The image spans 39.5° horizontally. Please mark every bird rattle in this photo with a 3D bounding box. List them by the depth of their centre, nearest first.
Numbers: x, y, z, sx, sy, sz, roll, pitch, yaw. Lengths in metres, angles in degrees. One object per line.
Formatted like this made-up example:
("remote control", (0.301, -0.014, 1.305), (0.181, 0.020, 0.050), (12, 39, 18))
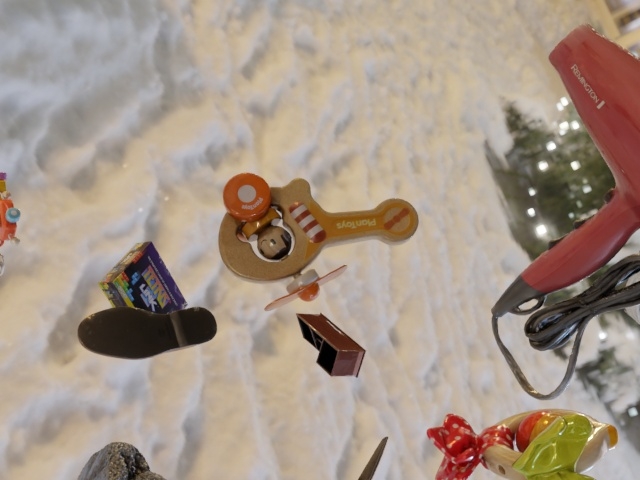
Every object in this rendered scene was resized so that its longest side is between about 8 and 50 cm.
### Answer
("bird rattle", (0.278, 0.287, 1.195), (0.206, 0.253, 0.143), (-17, 94, -33))

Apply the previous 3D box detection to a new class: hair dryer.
("hair dryer", (0.210, -0.007, 0.640), (0.080, 0.223, 0.294), (-26, 112, -55))

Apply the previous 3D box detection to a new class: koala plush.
("koala plush", (-0.217, 0.384, 1.172), (0.221, 0.196, 0.203), (29, 16, -20))

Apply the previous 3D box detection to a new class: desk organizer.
("desk organizer", (0.008, 0.157, 1.350), (0.050, 0.047, 0.130), (6, 19, -35))

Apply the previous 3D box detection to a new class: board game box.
("board game box", (-0.358, 0.110, 1.818), (0.141, 0.048, 0.170), (-54, 128, -43))

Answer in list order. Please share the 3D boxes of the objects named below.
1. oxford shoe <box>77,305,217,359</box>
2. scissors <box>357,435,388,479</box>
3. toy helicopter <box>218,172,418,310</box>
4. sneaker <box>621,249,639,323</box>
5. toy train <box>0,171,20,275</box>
("oxford shoe", (-0.253, 0.138, 1.269), (0.212, 0.076, 0.076), (4, 68, -41))
("scissors", (0.063, 0.416, 1.424), (0.297, 0.109, 0.021), (-35, 123, -41))
("toy helicopter", (0.000, 0.000, 1.561), (0.140, 0.354, 0.235), (99, -17, -71))
("sneaker", (0.353, 0.028, 0.790), (0.122, 0.110, 0.283), (52, -14, 34))
("toy train", (-0.458, -0.022, 1.241), (0.046, 0.166, 0.125), (-3, 64, -30))
